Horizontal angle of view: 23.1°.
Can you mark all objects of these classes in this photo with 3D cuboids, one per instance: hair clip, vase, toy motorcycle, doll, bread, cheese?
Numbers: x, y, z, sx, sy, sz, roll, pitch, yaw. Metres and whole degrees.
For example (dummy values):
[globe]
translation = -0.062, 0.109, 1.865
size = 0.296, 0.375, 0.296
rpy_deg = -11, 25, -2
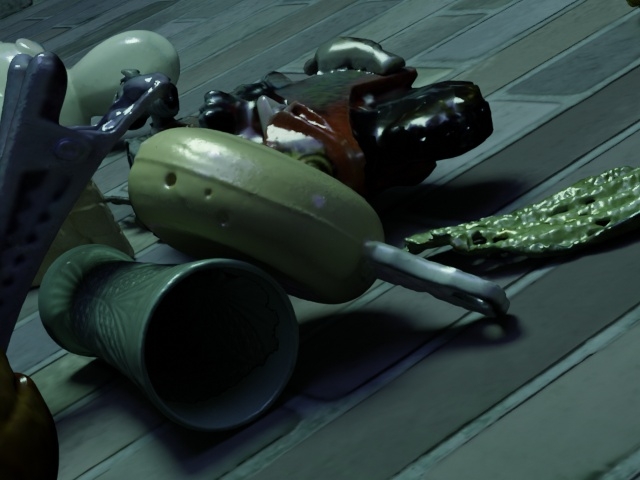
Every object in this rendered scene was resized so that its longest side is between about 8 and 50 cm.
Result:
[hair clip]
translation = -0.198, 0.000, 0.965
size = 0.278, 0.090, 0.137
rpy_deg = -61, 20, -2
[vase]
translation = -0.104, 0.048, 0.944
size = 0.096, 0.096, 0.219
rpy_deg = -30, 18, -22
[toy motorcycle]
translation = -0.064, -0.066, 1.145
size = 0.207, 0.134, 0.401
rpy_deg = -25, 20, -29
[doll]
translation = -0.373, -0.112, 1.508
size = 0.376, 0.187, 0.366
rpy_deg = -29, 2, 42
[bread]
translation = -0.194, -0.033, 1.268
size = 0.105, 0.077, 0.152
rpy_deg = -20, 22, 18
[cheese]
translation = 0.000, 0.000, 0.892
size = 0.227, 0.137, 0.064
rpy_deg = 20, 80, 21

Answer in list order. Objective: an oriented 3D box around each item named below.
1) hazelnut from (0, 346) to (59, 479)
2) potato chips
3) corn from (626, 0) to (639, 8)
[hazelnut]
translation = -0.239, 0.124, 0.771
size = 0.208, 0.208, 0.208
rpy_deg = -19, 19, 7
[potato chips]
translation = 0.142, -0.017, 0.941
size = 0.208, 0.028, 0.092
rpy_deg = -17, 18, 8
[corn]
translation = 0.309, -0.200, 1.177
size = 0.086, 0.086, 0.288
rpy_deg = -26, 22, -11
